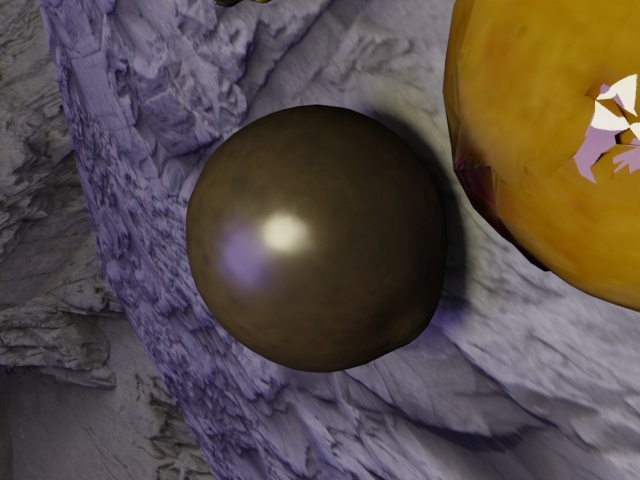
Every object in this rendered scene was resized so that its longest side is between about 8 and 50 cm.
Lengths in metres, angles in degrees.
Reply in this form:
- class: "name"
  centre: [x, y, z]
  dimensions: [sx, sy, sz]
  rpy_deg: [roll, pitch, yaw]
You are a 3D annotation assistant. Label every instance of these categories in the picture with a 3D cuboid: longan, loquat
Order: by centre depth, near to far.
- class: "loquat"
  centre: [0.170, -0.072, 0.451]
  dimensions: [0.235, 0.235, 0.235]
  rpy_deg: [52, 154, 38]
- class: "longan"
  centre: [0.000, 0.000, 0.941]
  dimensions: [0.258, 0.258, 0.258]
  rpy_deg: [52, 154, 38]

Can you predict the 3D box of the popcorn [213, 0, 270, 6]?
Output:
- class: "popcorn"
  centre: [-0.033, -0.283, 0.804]
  dimensions: [0.168, 0.195, 0.173]
  rpy_deg: [57, 151, 25]
